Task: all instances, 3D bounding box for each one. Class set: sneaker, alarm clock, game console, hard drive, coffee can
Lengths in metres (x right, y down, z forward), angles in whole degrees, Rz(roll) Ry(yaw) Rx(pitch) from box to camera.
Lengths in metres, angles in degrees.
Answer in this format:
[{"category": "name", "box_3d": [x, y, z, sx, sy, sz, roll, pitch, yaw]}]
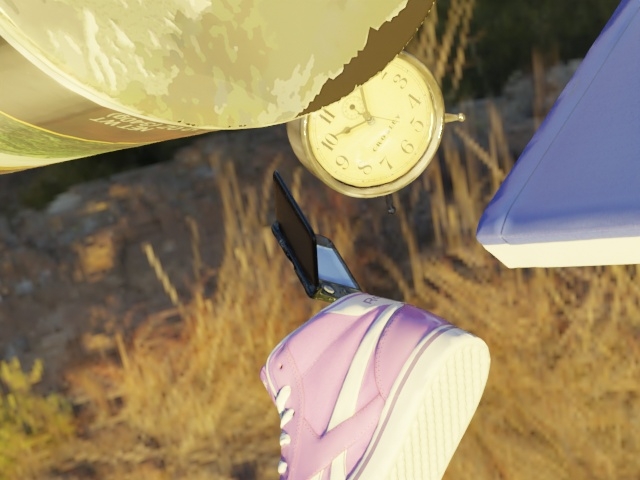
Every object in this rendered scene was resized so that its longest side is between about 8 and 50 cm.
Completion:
[{"category": "sneaker", "box_3d": [0.000, 0.172, 1.177, 0.161, 0.102, 0.282, 24, 78, 37]}, {"category": "alarm clock", "box_3d": [0.022, -0.115, 1.312, 0.129, 0.192, 0.064, -53, 31, 2]}, {"category": "game console", "box_3d": [0.000, 0.000, 1.555, 0.107, 0.071, 0.122, 16, 28, -33]}, {"category": "hard drive", "box_3d": [0.217, -0.081, 0.772, 0.210, 0.040, 0.318, -56, 18, -16]}, {"category": "coffee can", "box_3d": [-0.111, -0.125, 0.560, 0.201, 0.201, 0.275, -35, 17, -32]}]
